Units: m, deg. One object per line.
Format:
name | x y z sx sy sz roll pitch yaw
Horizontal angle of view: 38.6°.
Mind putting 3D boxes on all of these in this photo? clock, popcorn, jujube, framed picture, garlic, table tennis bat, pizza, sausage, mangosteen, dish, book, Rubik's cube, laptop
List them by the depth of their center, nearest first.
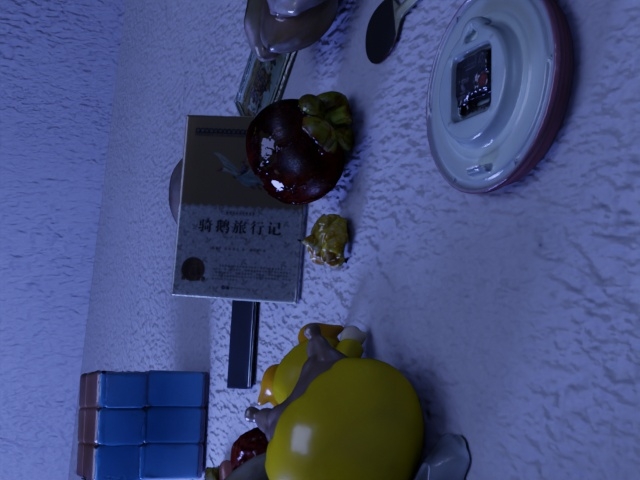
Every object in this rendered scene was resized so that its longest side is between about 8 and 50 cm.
clock | 0.188 -0.171 1.017 0.244 0.056 0.244 -172 90 -66
dish | 0.128 0.284 1.048 0.091 0.039 0.137 -134 54 -60
table tennis bat | 0.100 -0.311 1.296 0.156 0.013 0.086 146 127 -60
popcorn | 0.000 0.000 1.358 0.084 0.084 0.084 -173 90 -66
mangosteen | -0.025 -0.146 1.377 0.180 0.166 0.166 -40 43 23
jujube | -0.087 0.349 1.425 0.112 0.109 0.176 -52 16 -15
garlic | -0.031 -0.440 1.475 0.279 0.132 0.325 123 148 -45
book | -0.133 -0.055 1.529 0.021 0.217 0.310 33 -119 -80
sausage | -0.167 0.443 1.663 0.034 0.034 0.083 127 141 -48
pizza | -0.191 0.483 1.684 0.099 0.036 0.160 89 172 -54
laptop | -0.147 0.188 1.709 0.129 0.016 0.180 163 110 -64
framed picture | -0.105 -0.327 1.750 0.217 0.017 0.274 -118 42 -51
Rubik's cube | -0.377 0.387 1.909 0.221 0.231 0.224 158 114 -64

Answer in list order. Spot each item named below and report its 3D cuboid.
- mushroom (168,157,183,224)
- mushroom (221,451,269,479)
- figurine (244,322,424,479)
mushroom | -0.167 -0.084 1.656 0.204 0.204 0.204 -173 90 -66
mushroom | -0.066 0.333 1.254 0.081 0.223 0.092 0 96 55
figurine | 0.008 0.224 1.181 0.215 0.187 0.344 -65 20 6
